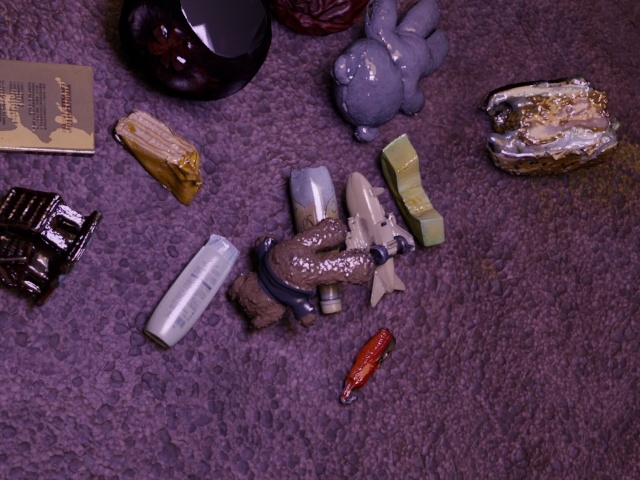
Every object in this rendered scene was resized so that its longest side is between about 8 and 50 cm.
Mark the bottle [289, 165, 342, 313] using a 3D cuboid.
[{"bbox_3d":[0.000,0.000,1.893,0.083,0.083,0.270,-8,87,-26],"label":"bottle"}]

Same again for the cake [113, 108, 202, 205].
[{"bbox_3d":[-0.274,-0.145,1.825,0.184,0.116,0.080,25,61,16],"label":"cake"}]

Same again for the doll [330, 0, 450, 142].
[{"bbox_3d":[0.126,-0.343,2.010,0.340,0.158,0.246,-55,135,-38],"label":"doll"}]

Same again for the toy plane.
[{"bbox_3d":[0.100,-0.008,1.914,0.229,0.092,0.244,-24,107,-48],"label":"toy plane"}]

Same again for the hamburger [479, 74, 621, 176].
[{"bbox_3d":[0.461,-0.223,2.105,0.287,0.192,0.168,-6,75,0],"label":"hamburger"}]

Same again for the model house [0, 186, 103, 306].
[{"bbox_3d":[-0.462,-0.001,1.667,0.152,0.106,0.165,33,63,-17],"label":"model house"}]

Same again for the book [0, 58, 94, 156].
[{"bbox_3d":[-0.497,-0.226,1.744,0.230,0.026,0.161,1,79,-24],"label":"book"}]

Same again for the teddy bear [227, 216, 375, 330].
[{"bbox_3d":[-0.046,0.052,1.796,0.251,0.129,0.182,-35,63,7],"label":"teddy bear"}]

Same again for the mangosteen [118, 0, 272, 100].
[{"bbox_3d":[-0.198,-0.387,1.800,0.287,0.233,0.288,4,82,-28],"label":"mangosteen"}]

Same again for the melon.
[{"bbox_3d":[0.175,-0.088,1.976,0.064,0.118,0.210,-23,77,-13],"label":"melon"}]

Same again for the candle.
[{"bbox_3d":[0.082,0.233,1.907,0.053,0.048,0.162,29,64,21],"label":"candle"}]

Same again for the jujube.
[{"bbox_3d":[0.019,-0.503,1.862,0.216,0.342,0.216,4,79,-19],"label":"jujube"}]

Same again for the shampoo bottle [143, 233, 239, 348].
[{"bbox_3d":[-0.220,0.087,1.791,0.072,0.049,0.212,40,67,-10],"label":"shampoo bottle"}]
